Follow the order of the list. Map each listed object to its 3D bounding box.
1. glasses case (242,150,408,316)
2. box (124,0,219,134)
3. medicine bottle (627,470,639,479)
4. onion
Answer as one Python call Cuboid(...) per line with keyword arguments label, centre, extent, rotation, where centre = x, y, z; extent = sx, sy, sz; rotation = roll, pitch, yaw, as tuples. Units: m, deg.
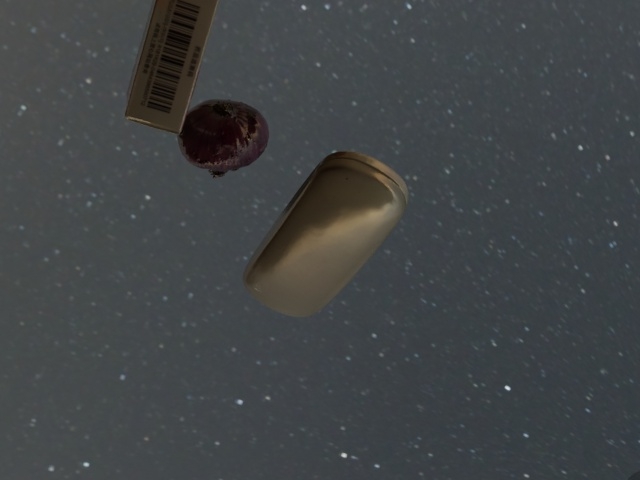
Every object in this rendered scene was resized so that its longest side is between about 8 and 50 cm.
Cuboid(label="glasses case", centre=(0.000, 0.000, 0.822), extent=(0.204, 0.081, 0.051), rotation=(-49, -166, 47))
Cuboid(label="box", centre=(-0.123, -0.294, 1.006), extent=(0.214, 0.069, 0.353), rotation=(-127, -125, -73))
Cuboid(label="medicine bottle", centre=(0.325, 0.251, 0.958), extent=(0.051, 0.191, 0.051), rotation=(-2, -99, 11))
Cuboid(label="onion", centre=(-0.122, -0.126, 1.250), extent=(0.115, 0.115, 0.104), rotation=(31, -52, 34))
